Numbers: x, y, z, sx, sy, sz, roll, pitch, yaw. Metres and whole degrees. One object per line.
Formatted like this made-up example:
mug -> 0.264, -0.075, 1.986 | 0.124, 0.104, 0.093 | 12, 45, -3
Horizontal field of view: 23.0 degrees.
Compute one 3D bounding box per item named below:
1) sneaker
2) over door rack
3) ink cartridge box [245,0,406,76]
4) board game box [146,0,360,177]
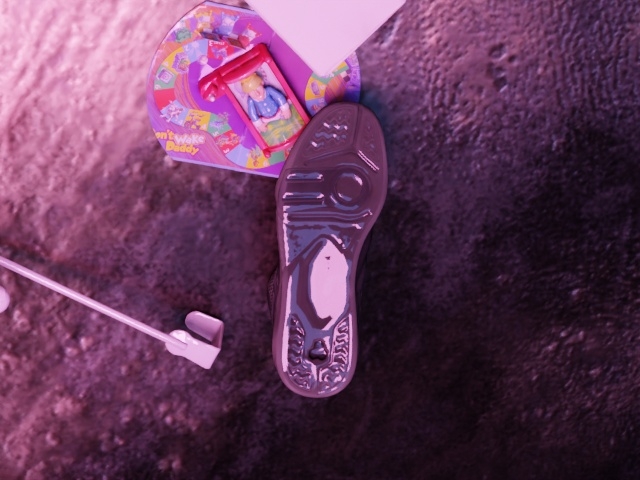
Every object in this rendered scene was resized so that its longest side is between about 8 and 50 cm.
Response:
sneaker -> 0.000, 0.000, 1.250 | 0.087, 0.130, 0.227 | 3, 98, -7
over door rack -> -0.261, 0.127, 1.250 | 0.324, 0.108, 0.239 | 22, 112, -22
ink cartridge box -> -0.047, -0.228, 1.079 | 0.086, 0.148, 0.203 | -42, 119, 9
board game box -> -0.049, -0.107, 1.211 | 0.169, 0.033, 0.133 | 10, 115, -17
